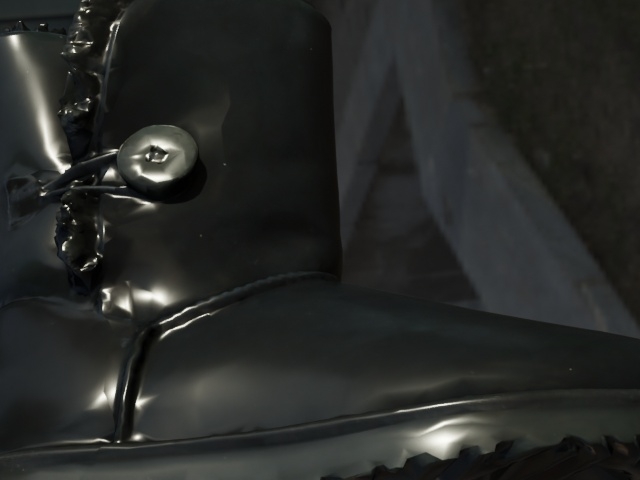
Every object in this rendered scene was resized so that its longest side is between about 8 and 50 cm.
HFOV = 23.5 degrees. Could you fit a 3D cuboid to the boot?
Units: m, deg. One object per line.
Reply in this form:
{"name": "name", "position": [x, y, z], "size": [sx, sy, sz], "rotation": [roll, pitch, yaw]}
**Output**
{"name": "boot", "position": [0.000, 0.000, 0.490], "size": [0.094, 0.246, 0.207], "rotation": [72, -166, -57]}
